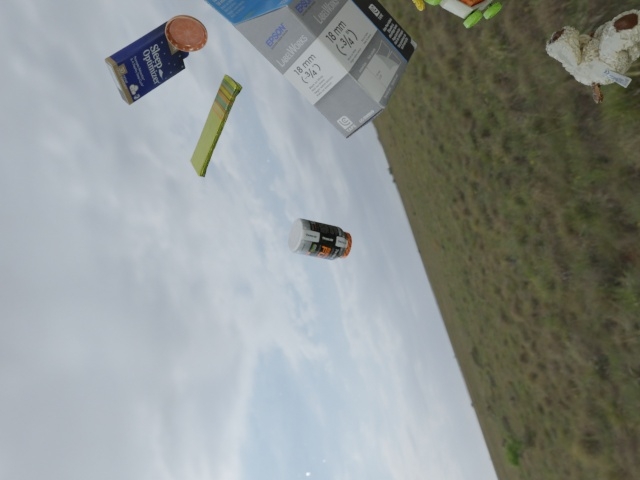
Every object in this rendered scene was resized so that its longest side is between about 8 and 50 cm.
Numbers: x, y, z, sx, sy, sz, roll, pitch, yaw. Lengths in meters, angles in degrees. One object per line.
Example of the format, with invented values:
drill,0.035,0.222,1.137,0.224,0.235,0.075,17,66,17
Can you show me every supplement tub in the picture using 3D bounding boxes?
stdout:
supplement tub,0.000,0.000,1.637,0.117,0.190,0.117,-38,46,55

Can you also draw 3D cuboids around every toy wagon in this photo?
toy wagon,0.382,-0.744,1.444,0.344,0.068,0.267,-36,-91,-35

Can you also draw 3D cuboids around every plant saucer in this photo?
plant saucer,-0.270,-0.419,1.012,0.083,0.083,0.013,55,-152,-57

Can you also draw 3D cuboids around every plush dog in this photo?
plush dog,0.785,-0.513,1.342,0.262,0.225,0.211,15,139,60

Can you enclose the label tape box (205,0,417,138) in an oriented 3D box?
label tape box,-0.001,-0.380,0.876,0.333,0.105,0.241,41,-131,-17

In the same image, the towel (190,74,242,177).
towel,-0.253,-0.274,1.198,0.021,0.237,0.102,14,-156,-34

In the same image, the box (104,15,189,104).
box,-0.424,-0.458,1.272,0.036,0.225,0.136,39,159,17
